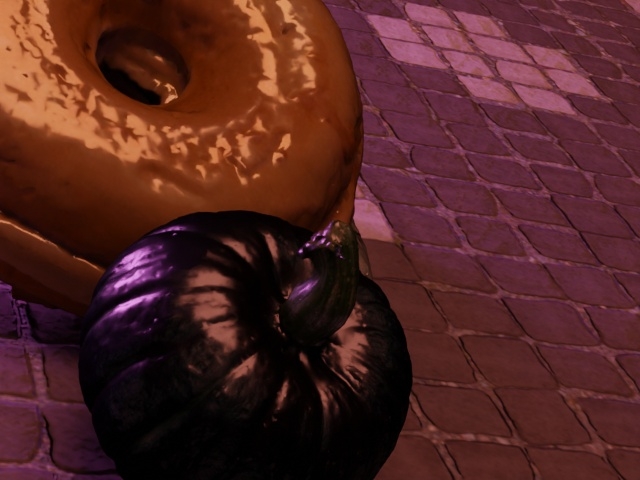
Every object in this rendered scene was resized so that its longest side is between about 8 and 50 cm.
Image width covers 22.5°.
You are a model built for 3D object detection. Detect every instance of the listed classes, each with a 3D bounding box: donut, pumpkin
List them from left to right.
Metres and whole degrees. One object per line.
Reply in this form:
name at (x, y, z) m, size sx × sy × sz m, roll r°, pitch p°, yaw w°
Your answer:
donut at (-0.167, -0.117, 1.370) m, size 0.449 × 0.198 × 0.448 m, roll 14°, pitch 54°, yaw -20°
pumpkin at (-0.039, 0.075, 1.138) m, size 0.248 × 0.248 × 0.248 m, roll 15°, pitch 26°, yaw -8°

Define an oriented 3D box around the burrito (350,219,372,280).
burrito at (-0.003, -0.002, 1.527) m, size 0.096 × 0.066 × 0.309 m, roll 8°, pitch 27°, yaw -12°
